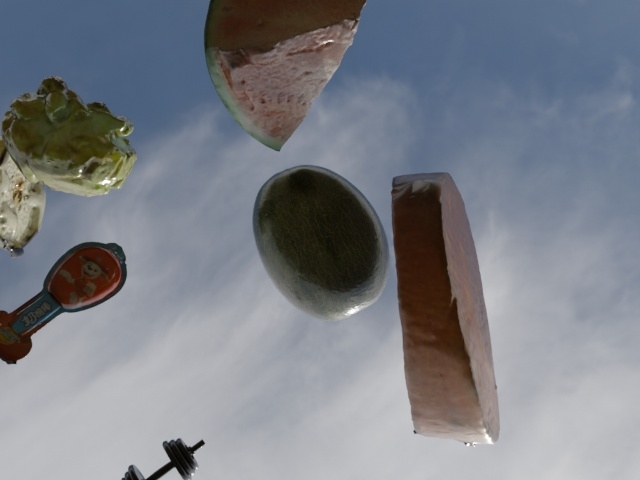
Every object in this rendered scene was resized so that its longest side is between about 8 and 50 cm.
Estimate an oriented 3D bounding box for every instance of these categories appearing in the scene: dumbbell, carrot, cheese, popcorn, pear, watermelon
[{"bbox_3d":[-0.328,0.477,1.250,0.208,0.099,0.099,-33,-111,-17],"label":"dumbbell"},{"bbox_3d":[0.122,0.069,0.641,0.100,0.307,0.258,-11,-143,14],"label":"carrot"},{"bbox_3d":[-0.407,0.086,0.960,0.106,0.037,0.256,44,-128,1],"label":"cheese"},{"bbox_3d":[-0.437,-0.171,1.071,0.221,0.204,0.183,25,-94,-7],"label":"popcorn"},{"bbox_3d":[-0.684,-0.108,1.253,0.178,0.267,0.266,9,-121,-1],"label":"pear"},{"bbox_3d":[-0.088,-0.371,1.016,0.222,0.319,0.292,11,-128,-32],"label":"watermelon"}]

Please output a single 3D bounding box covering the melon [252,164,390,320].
[{"bbox_3d":[0.000,0.000,1.159,0.237,0.237,0.301,-30,-88,-22],"label":"melon"}]
